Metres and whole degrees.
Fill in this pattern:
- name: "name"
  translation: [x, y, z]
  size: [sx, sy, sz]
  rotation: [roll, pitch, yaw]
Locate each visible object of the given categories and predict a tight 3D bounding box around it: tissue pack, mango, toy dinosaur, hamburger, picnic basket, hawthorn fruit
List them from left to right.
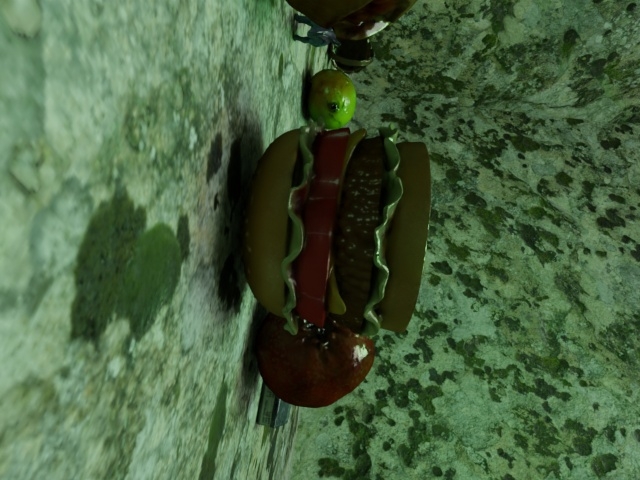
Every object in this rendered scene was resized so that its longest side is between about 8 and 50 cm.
- name: "tissue pack"
  translation: [-0.086, 0.310, 0.968]
  size: [0.112, 0.051, 0.156]
  rotation: [57, 42, -70]
- name: "hawthorn fruit"
  translation: [-0.014, 0.199, 0.808]
  size: [0.253, 0.205, 0.205]
  rotation: [100, 0, -60]
- name: "toy dinosaur"
  translation: [-0.003, -0.340, 0.742]
  size: [0.197, 0.080, 0.045]
  rotation: [-74, 174, -66]
- name: "hamburger"
  translation: [0.008, -0.014, 0.570]
  size: [0.274, 0.212, 0.275]
  rotation: [6, 90, -89]
- name: "mango"
  translation: [0.025, -0.312, 1.013]
  size: [0.233, 0.111, 0.125]
  rotation: [-73, 174, -75]
- name: "picnic basket"
  translation: [0.087, -0.545, 1.303]
  size: [0.178, 0.128, 0.138]
  rotation: [-93, -176, -50]

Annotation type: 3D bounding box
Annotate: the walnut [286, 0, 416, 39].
- name: "walnut"
  translation: [0.033, -0.328, 0.472]
  size: [0.298, 0.203, 0.203]
  rotation: [-110, -154, -73]
